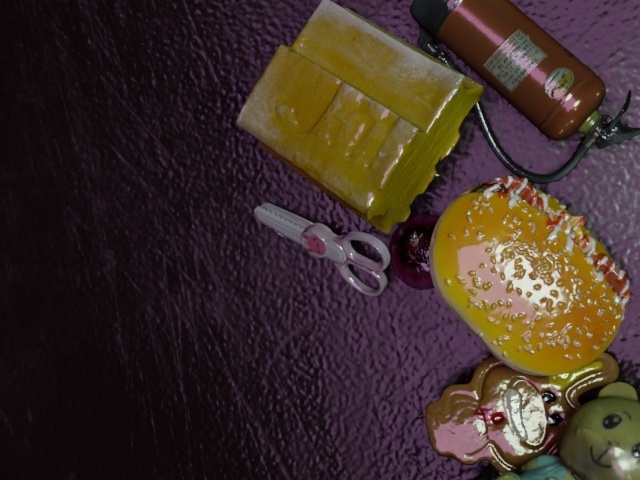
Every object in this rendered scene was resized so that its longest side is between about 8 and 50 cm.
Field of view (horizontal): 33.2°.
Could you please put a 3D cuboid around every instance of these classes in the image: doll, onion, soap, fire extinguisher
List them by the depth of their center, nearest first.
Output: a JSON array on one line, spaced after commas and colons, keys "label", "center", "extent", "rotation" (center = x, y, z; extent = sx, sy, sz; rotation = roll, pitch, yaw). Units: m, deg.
[{"label": "doll", "center": [0.371, 0.330, 1.455], "extent": [0.261, 0.161, 0.177], "rotation": [-45, 55, 4]}, {"label": "fire extinguisher", "center": [0.291, -0.232, 1.571], "extent": [0.376, 0.113, 0.200], "rotation": [42, 144, 10]}, {"label": "soap", "center": [0.056, -0.190, 1.572], "extent": [0.281, 0.143, 0.259], "rotation": [34, 92, 29]}, {"label": "onion", "center": [0.155, 0.015, 1.605], "extent": [0.115, 0.104, 0.115], "rotation": [-7, 69, 19]}]

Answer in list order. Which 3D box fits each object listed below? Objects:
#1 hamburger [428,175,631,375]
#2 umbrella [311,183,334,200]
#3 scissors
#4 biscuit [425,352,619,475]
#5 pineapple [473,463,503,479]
[{"label": "hamburger", "center": [0.287, 0.051, 1.513], "extent": [0.295, 0.151, 0.227], "rotation": [44, 77, -4]}, {"label": "umbrella", "center": [0.056, -0.098, 1.647], "extent": [0.144, 0.062, 0.067], "rotation": [-11, 104, 10]}, {"label": "scissors", "center": [0.000, 0.000, 1.663], "extent": [0.242, 0.030, 0.118], "rotation": [28, 141, 21]}, {"label": "biscuit", "center": [0.302, 0.253, 1.567], "extent": [0.295, 0.044, 0.186], "rotation": [-14, 74, 0]}, {"label": "pineapple", "center": [0.282, 0.437, 1.596], "extent": [0.119, 0.111, 0.237], "rotation": [-4, 85, -5]}]
